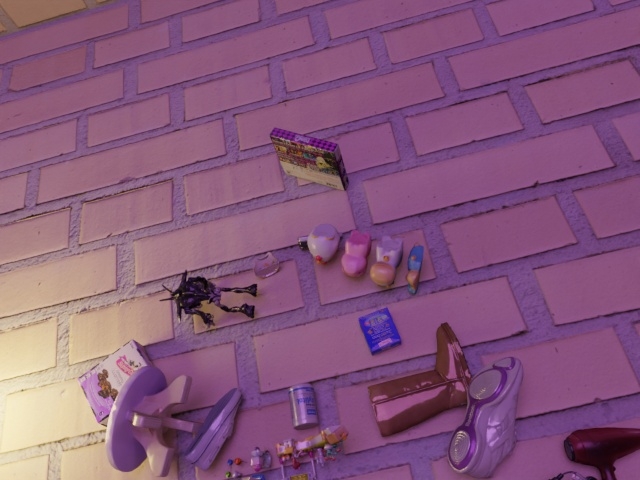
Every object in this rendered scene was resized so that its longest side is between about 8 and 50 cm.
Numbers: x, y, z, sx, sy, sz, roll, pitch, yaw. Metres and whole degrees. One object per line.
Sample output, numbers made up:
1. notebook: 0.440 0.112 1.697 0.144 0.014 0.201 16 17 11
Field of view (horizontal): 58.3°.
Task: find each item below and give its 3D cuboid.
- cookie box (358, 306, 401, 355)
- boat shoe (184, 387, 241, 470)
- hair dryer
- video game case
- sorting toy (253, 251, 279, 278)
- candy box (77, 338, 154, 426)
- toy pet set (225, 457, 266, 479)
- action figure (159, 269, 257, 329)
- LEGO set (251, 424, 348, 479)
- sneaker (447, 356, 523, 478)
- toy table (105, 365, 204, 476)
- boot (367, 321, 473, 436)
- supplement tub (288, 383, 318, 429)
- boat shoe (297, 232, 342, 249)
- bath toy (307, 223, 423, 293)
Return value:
1. cookie box: 0.166 0.255 1.605 0.092 0.040 0.107 -21 58 1
2. boat shoe: -0.275 0.510 1.551 0.083 0.076 0.226 -18 30 56
3. hair dryer: 0.657 0.544 1.325 0.224 0.080 0.293 39 81 12
4. video game case: -0.033 -0.259 1.843 0.232 0.210 0.041 18 67 23
5. sorting toy: -0.171 0.072 1.790 0.083 0.045 0.075 -24 51 -1
6. candy box: -0.581 0.415 1.674 0.196 0.070 0.165 -37 60 -8
7. toy pet set: -0.190 0.630 1.481 0.114 0.065 0.122 -26 47 40
8. action figure: -0.331 0.181 1.711 0.276 0.141 0.164 4 63 -2
9. LEGO set: -0.029 0.546 1.435 0.287 0.132 0.107 -24 62 25
10. sneaker: 0.420 0.430 1.394 0.305 0.152 0.114 -61 26 -9
11. toy table: -0.437 0.482 1.522 0.161 0.252 0.274 2 82 31
12. boot: 0.251 0.358 1.501 0.270 0.089 0.236 -19 58 4
13. supplement tub: -0.046 0.443 1.532 0.071 0.071 0.107 -15 59 5
14. boat shoe: 0.000 0.000 1.790 0.142 0.049 0.040 -7 94 4
15. bath toy: 0.123 0.055 1.682 0.348 0.129 0.151 14 40 18
